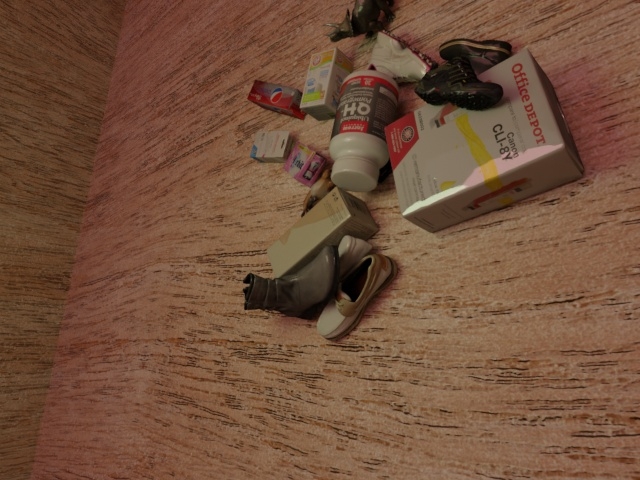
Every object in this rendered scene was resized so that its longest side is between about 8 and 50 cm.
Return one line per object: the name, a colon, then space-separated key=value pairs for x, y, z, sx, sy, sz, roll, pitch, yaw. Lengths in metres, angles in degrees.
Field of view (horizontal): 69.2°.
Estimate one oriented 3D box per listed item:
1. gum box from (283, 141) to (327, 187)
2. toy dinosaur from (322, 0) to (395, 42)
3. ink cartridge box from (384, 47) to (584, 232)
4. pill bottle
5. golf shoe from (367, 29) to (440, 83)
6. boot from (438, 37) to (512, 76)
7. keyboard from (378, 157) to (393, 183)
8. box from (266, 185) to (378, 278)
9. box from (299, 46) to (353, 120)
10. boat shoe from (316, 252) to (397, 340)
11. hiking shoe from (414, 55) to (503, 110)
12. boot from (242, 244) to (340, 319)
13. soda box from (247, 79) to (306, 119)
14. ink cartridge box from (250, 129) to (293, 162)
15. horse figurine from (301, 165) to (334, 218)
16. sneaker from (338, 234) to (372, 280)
gum box: x=-0.052 y=-0.249 z=1.516 sx=0.107 sy=0.062 sz=0.188 roll=-59 pitch=26 yaw=9
toy dinosaur: x=0.162 y=-0.744 z=1.474 sx=0.313 sy=0.160 sz=0.121 roll=-55 pitch=49 yaw=13
ink cartridge box: x=0.373 y=-0.223 z=1.116 sx=0.384 sy=0.160 sz=0.279 roll=-24 pitch=60 yaw=34
pill bottle: x=0.121 y=-0.307 z=1.330 sx=0.176 sy=0.176 sz=0.319 roll=-6 pitch=65 yaw=40
golf shoe: x=0.244 y=-0.507 z=1.372 sx=0.140 sy=0.115 sz=0.306 roll=-58 pitch=41 yaw=24
boot: x=0.392 y=-0.460 z=1.243 sx=0.198 sy=0.077 sz=0.137 roll=20 pitch=94 yaw=44
keyboard: x=0.175 y=-0.224 z=1.382 sx=0.180 sy=0.023 sz=0.108 roll=-43 pitch=53 yaw=23
box: x=0.000 y=0.000 z=1.376 sx=0.311 sy=0.148 sz=0.121 roll=-39 pitch=53 yaw=23
box: x=0.022 y=-0.521 z=1.557 sx=0.114 sy=0.103 sz=0.203 roll=5 pitch=79 yaw=41
boat shoe: x=0.078 y=0.152 z=1.284 sx=0.302 sy=0.103 sz=0.113 roll=-53 pitch=49 yaw=14
hiking shoe: x=0.316 y=-0.366 z=1.049 sx=0.227 sy=0.086 sz=0.114 roll=27 pitch=94 yaw=46
boot: x=-0.092 y=0.122 z=1.278 sx=0.338 sy=0.222 sz=0.118 roll=119 pitch=155 yaw=-45
soda box: x=-0.156 y=-0.523 z=1.719 sx=0.263 sy=0.092 sz=0.083 roll=28 pitch=96 yaw=42
ink cartridge box: x=-0.166 y=-0.340 z=1.687 sx=0.181 sy=0.061 sz=0.104 roll=11 pitch=83 yaw=43
horse figurine: x=0.002 y=-0.142 z=1.449 sx=0.263 sy=0.066 sz=0.174 roll=-58 pitch=13 yaw=24
sneaker: x=0.078 y=0.080 z=1.331 sx=0.080 sy=0.094 sz=0.212 roll=-99 pitch=28 yaw=-45
